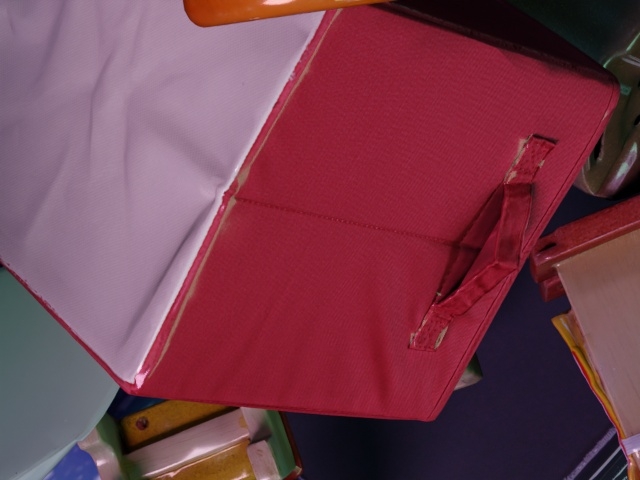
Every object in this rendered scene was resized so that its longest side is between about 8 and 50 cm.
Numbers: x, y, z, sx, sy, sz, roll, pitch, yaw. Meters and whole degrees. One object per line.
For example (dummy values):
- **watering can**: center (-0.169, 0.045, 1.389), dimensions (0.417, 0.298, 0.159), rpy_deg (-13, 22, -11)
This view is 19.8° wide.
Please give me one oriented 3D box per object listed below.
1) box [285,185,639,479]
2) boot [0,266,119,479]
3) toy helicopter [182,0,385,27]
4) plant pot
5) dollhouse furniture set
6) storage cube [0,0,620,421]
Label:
- **box**: center (0.150, 0.133, 1.207), dimensions (0.296, 0.182, 0.294), rpy_deg (-45, 148, -14)
- **boot**: center (-0.193, 0.118, 0.875), dimensions (0.258, 0.095, 0.123), rpy_deg (-51, -175, -31)
- **toy helicopter**: center (-0.134, -0.119, 0.523), dimensions (0.355, 0.235, 0.140), rpy_deg (-19, 104, -60)
- **plant pot**: center (0.118, -0.114, 0.948), dimensions (0.167, 0.165, 0.167), rpy_deg (-33, 143, -29)
- **dollhouse furniture set**: center (0.083, 0.124, 0.977), dimensions (0.374, 0.201, 0.152), rpy_deg (-21, 167, 7)
- **storage cube**: center (-0.024, -0.050, 0.795), dimensions (0.193, 0.215, 0.184), rpy_deg (11, 113, -48)
